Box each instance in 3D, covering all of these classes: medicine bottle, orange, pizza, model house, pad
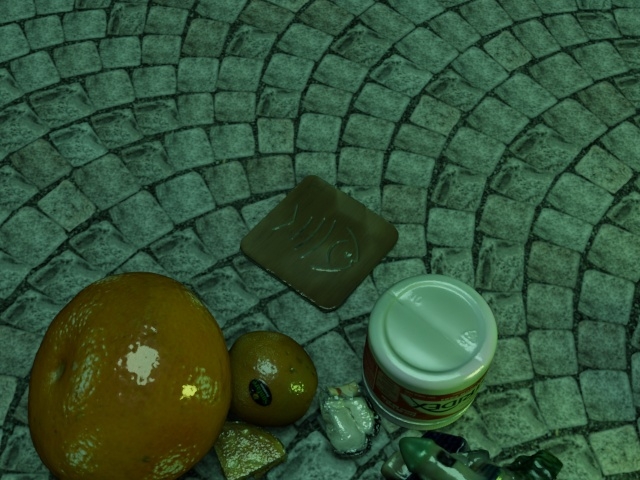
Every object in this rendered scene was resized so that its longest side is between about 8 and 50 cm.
[{"bbox_3d":[0.214,0.226,1.797,0.252,0.241,0.253,1,59,-1],"label":"medicine bottle"},{"bbox_3d":[-0.349,0.271,1.671,0.326,0.424,0.424,24,48,-37],"label":"orange"},{"bbox_3d":[-0.160,0.426,1.772,0.175,0.046,0.134,25,60,13],"label":"pizza"},{"bbox_3d":[-0.105,0.279,1.784,0.206,0.206,0.206,1,58,-1],"label":"orange"},{"bbox_3d":[0.250,0.456,1.620,0.284,0.298,0.243,29,61,16],"label":"model house"},{"bbox_3d":[0.000,0.000,2.061,0.284,0.018,0.286,34,63,19],"label":"pad"}]

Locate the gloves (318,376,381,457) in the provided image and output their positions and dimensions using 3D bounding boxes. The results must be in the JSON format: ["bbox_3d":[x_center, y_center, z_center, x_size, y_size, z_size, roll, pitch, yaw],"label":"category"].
[{"bbox_3d":[0.061,0.364,1.807,0.114,0.070,0.153,-11,65,-18],"label":"gloves"}]
